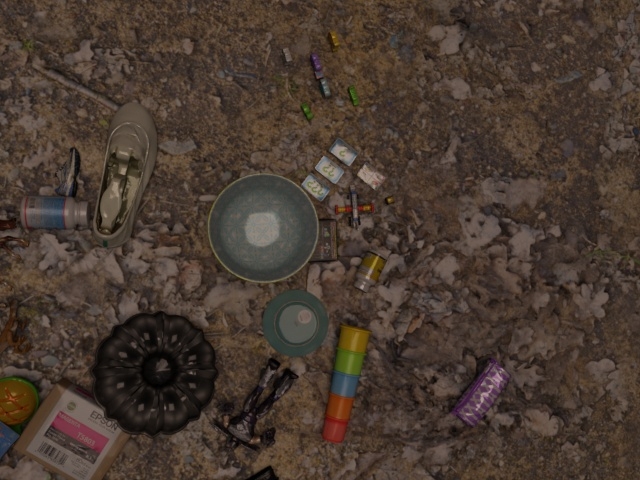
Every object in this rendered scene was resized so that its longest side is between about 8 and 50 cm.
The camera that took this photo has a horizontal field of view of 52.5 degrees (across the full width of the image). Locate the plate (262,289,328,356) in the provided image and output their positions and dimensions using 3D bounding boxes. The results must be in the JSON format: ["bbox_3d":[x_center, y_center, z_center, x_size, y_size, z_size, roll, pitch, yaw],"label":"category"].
[{"bbox_3d":[-0.068,0.231,1.812,0.188,0.024,0.188,1,86,-10],"label":"plate"}]

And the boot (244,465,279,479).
[{"bbox_3d":[-0.156,0.682,1.762,0.121,0.045,0.099,-28,95,-11],"label":"boot"}]

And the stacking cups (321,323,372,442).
[{"bbox_3d":[0.064,0.395,1.791,0.095,0.096,0.317,14,84,-9],"label":"stacking cups"}]

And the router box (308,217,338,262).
[{"bbox_3d":[0.000,0.000,1.831,0.092,0.038,0.123,-1,87,-10],"label":"router box"}]

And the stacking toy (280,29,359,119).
[{"bbox_3d":[0.001,-0.469,1.851,0.166,0.052,0.221,-21,91,-11],"label":"stacking toy"}]

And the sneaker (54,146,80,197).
[{"bbox_3d":[-0.671,-0.181,1.711,0.057,0.052,0.136,7,85,-6],"label":"sneaker"}]

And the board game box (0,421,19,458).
[{"bbox_3d":[-0.869,0.470,1.602,0.211,0.039,0.160,41,116,-5],"label":"board game box"}]

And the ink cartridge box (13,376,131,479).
[{"bbox_3d":[-0.621,0.496,1.662,0.234,0.088,0.193,32,83,-7],"label":"ink cartridge box"}]

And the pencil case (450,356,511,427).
[{"bbox_3d":[0.462,0.437,1.866,0.206,0.086,0.088,-53,131,-10],"label":"pencil case"}]

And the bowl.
[{"bbox_3d":[-0.158,-0.029,1.743,0.289,0.156,0.290,1,87,-11],"label":"bowl"}]

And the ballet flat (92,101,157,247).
[{"bbox_3d":[-0.514,-0.176,1.699,0.139,0.139,0.401,12,84,-10],"label":"ballet flat"}]

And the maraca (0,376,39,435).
[{"bbox_3d":[-0.784,0.422,1.635,0.127,0.099,0.186,24,105,-14],"label":"maraca"}]

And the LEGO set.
[{"bbox_3d":[0.092,-0.150,1.849,0.244,0.060,0.182,39,85,-7],"label":"LEGO set"}]

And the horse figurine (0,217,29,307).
[{"bbox_3d":[-0.859,0.054,1.655,0.174,0.066,0.264,19,85,-15],"label":"horse figurine"}]

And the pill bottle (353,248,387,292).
[{"bbox_3d":[0.138,0.088,1.838,0.065,0.065,0.116,29,83,-8],"label":"pill bottle"}]

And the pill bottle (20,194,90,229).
[{"bbox_3d":[-0.684,-0.072,1.683,0.160,0.087,0.087,2,86,-10],"label":"pill bottle"}]

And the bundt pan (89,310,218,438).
[{"bbox_3d":[-0.411,0.332,1.650,0.330,0.124,0.331,6,72,-19],"label":"bundt pan"}]

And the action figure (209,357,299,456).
[{"bbox_3d":[-0.180,0.456,1.744,0.185,0.099,0.285,35,85,-16],"label":"action figure"}]

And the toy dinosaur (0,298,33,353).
[{"bbox_3d":[-0.804,0.257,1.666,0.112,0.064,0.212,21,80,18],"label":"toy dinosaur"}]
